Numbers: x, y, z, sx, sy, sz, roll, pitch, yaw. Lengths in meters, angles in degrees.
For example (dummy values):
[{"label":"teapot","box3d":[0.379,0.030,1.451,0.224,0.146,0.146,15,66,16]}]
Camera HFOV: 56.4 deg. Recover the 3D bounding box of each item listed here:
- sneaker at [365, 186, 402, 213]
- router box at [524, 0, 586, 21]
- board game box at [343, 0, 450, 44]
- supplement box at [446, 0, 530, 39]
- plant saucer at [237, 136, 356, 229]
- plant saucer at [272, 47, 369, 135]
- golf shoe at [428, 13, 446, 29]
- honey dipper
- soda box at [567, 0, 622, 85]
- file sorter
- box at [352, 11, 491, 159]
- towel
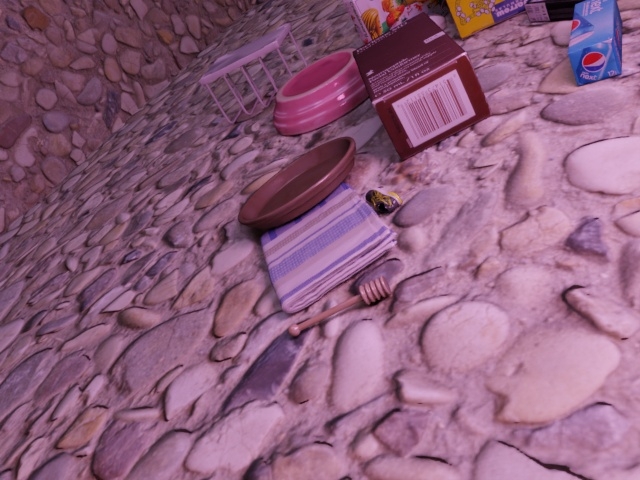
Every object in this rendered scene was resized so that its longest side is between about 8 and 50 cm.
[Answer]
[{"label":"sneaker","box3d":[0.101,-0.067,1.016,0.035,0.031,0.083,-45,31,-20]},{"label":"router box","box3d":[0.543,-0.517,1.255,0.133,0.046,0.179,-38,29,-11]},{"label":"board game box","box3d":[0.224,-0.646,1.620,0.305,0.193,0.053,-41,29,-14]},{"label":"supplement box","box3d":[0.401,-0.697,1.488,0.194,0.195,0.357,-19,37,24]},{"label":"plant saucer","box3d":[-0.042,-0.110,1.178,0.277,0.041,0.278,-30,20,13]},{"label":"plant saucer","box3d":[0.007,-0.407,1.584,0.332,0.084,0.332,-25,29,15]},{"label":"golf shoe","box3d":[0.247,-0.514,1.544,0.186,0.067,0.086,-27,56,9]},{"label":"honey dipper","box3d":[0.023,0.097,0.844,0.160,0.030,0.030,-27,29,13]},{"label":"soda box","box3d":[0.484,-0.357,1.045,0.071,0.067,0.210,-11,35,35]},{"label":"file sorter","box3d":[-0.192,-0.513,1.852,0.277,0.173,0.193,-19,30,23]},{"label":"box","box3d":[0.193,-0.332,1.227,0.191,0.143,0.381,-27,27,12]},{"label":"towel","box3d":[0.000,0.000,1.014,0.209,0.034,0.285,-34,27,2]}]
